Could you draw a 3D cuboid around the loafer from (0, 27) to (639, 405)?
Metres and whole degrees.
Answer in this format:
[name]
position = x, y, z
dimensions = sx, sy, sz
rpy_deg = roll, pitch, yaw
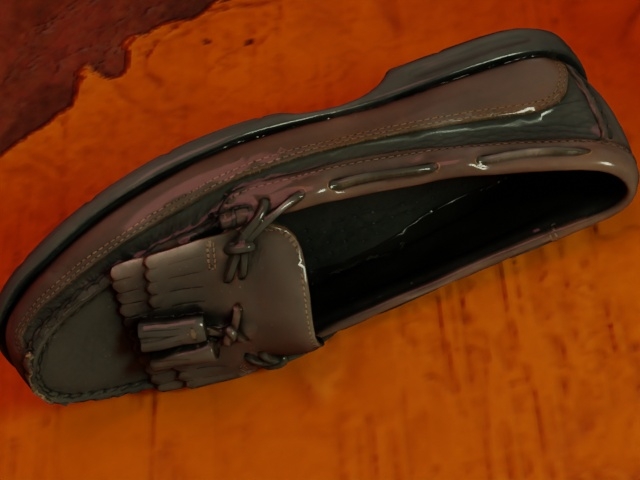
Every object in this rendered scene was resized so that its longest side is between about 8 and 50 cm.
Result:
[loafer]
position = 0.000, 0.000, 0.789
dimensions = 0.268, 0.096, 0.084
rpy_deg = -26, 48, -7
